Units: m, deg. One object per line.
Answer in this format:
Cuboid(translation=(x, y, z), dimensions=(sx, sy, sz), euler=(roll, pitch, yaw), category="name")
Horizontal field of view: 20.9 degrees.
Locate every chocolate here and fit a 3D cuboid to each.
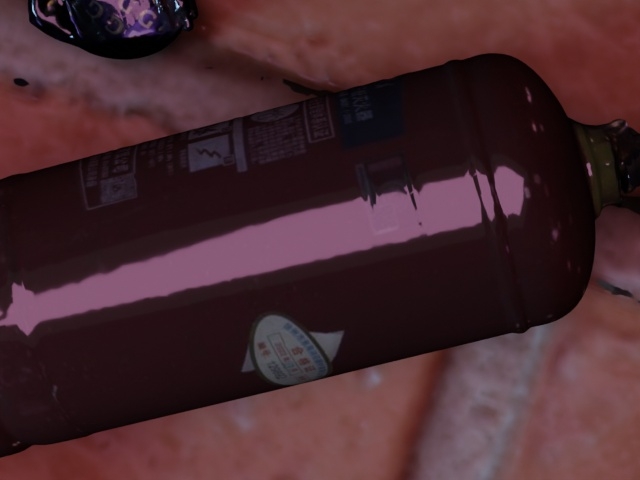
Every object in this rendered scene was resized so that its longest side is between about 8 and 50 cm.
Cuboid(translation=(-0.111, -0.145, 0.742), dimensions=(0.072, 0.070, 0.147), euler=(-21, 89, 34), category="chocolate")

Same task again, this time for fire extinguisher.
Cuboid(translation=(0.000, 0.000, 0.699), dimensions=(0.337, 0.135, 0.114), euler=(-15, 96, 5), category="fire extinguisher")
